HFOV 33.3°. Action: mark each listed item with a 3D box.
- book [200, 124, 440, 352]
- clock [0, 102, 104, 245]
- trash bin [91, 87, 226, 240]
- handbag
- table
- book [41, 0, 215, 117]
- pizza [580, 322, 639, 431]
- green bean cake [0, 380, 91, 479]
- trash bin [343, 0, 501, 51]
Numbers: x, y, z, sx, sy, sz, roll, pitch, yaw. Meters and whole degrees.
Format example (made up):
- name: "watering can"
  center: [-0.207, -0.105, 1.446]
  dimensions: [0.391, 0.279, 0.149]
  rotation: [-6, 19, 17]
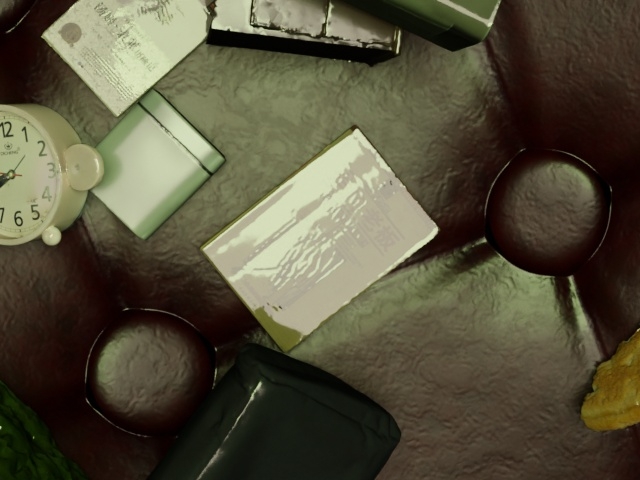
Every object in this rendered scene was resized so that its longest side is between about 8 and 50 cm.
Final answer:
- name: "book"
  center: [0.000, 0.000, 1.228]
  dimensions: [0.231, 0.026, 0.161]
  rotation: [-38, 95, -1]
- name: "clock"
  center: [-0.326, -0.071, 1.163]
  dimensions: [0.229, 0.063, 0.155]
  rotation: [-5, 97, 25]
- name: "trash bin"
  center: [-0.190, -0.085, 1.195]
  dimensions: [0.116, 0.059, 0.130]
  rotation: [45, 91, -3]
- name: "handbag"
  center: [-0.099, 0.250, 1.140]
  dimensions: [0.275, 0.178, 0.301]
  rotation: [33, 94, -40]
- name: "table"
  center: [-0.014, -0.284, 1.128]
  dimensions: [0.193, 0.172, 0.169]
  rotation: [7, 94, -8]
- name: "book"
  center: [-0.205, -0.243, 1.204]
  dimensions: [0.182, 0.014, 0.127]
  rotation: [-41, 97, -1]
- name: "pizza"
  center: [0.406, 0.136, 1.226]
  dimensions: [0.246, 0.127, 0.058]
  rotation: [-45, 118, -8]
- name: "green bean cake"
  center: [-0.363, 0.255, 1.113]
  dimensions: [0.156, 0.247, 0.250]
  rotation: [-37, 94, 0]
- name: "trash bin"
  center: [0.061, -0.302, 0.995]
  dimensions: [0.241, 0.122, 0.164]
  rotation: [22, 91, -11]
